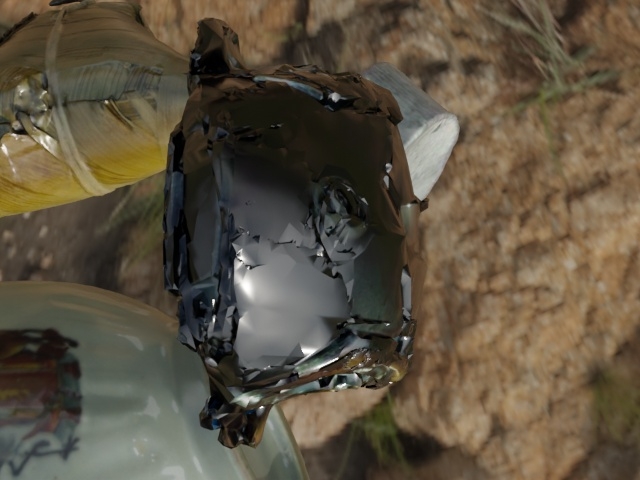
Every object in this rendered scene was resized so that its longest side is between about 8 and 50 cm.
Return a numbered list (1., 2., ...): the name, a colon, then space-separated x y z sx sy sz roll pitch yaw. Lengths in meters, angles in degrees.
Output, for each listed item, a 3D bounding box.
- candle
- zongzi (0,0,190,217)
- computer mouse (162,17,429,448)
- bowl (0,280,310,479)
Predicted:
1. candle: -0.002 -0.013 0.949 0.068 0.192 0.168 39 141 18
2. zongzi: -0.102 -0.089 0.884 0.197 0.194 0.099 -11 115 18
3. computer mouse: 0.000 0.000 0.555 0.077 0.241 0.147 2 90 6
4. bowl: -0.101 0.145 0.929 0.157 0.337 0.337 -26 112 10
